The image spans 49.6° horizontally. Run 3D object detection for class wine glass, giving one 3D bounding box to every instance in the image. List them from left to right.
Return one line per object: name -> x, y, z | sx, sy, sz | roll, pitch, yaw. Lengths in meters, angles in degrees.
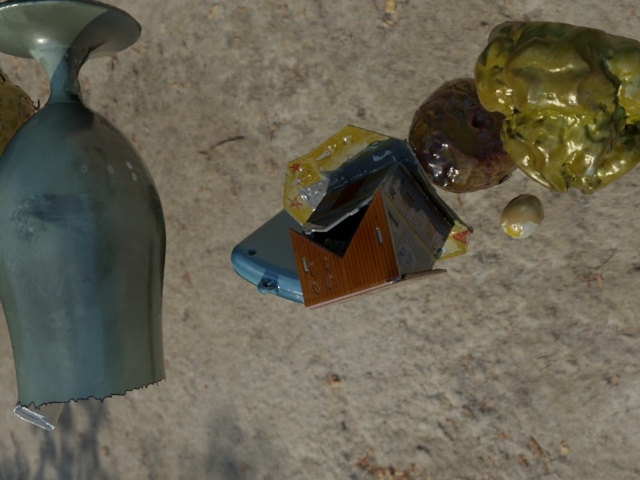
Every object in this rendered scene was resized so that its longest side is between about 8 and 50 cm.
wine glass -> -0.131, -0.017, 0.373 | 0.093, 0.093, 0.202 | -10, 84, 44

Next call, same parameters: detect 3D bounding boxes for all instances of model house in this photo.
model house -> 0.029, 0.004, 0.784 | 0.219, 0.136, 0.207 | -22, 116, 44

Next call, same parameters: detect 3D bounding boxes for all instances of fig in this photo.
fig -> 0.361, -0.230, 1.746 | 0.286, 0.368, 0.286 | -1, 77, 5

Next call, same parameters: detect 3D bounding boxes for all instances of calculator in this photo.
calculator -> 0.000, 0.000, 1.017 | 0.173, 0.293, 0.051 | 20, 128, 25

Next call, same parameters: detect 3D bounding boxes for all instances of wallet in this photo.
wallet -> -0.374, 0.200, 0.948 | 0.025, 0.061, 0.122 | -42, 26, 18

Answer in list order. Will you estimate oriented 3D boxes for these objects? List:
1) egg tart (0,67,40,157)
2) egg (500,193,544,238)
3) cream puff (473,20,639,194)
egg tart -> -0.235, -0.071, 0.499 | 0.130, 0.052, 0.130 | -173, 90, -75
egg -> 0.366, -0.045, 1.246 | 0.071, 0.071, 0.083 | 56, 143, 20
cream puff -> 0.400, -0.211, 1.145 | 0.291, 0.324, 0.257 | 17, 101, 30
